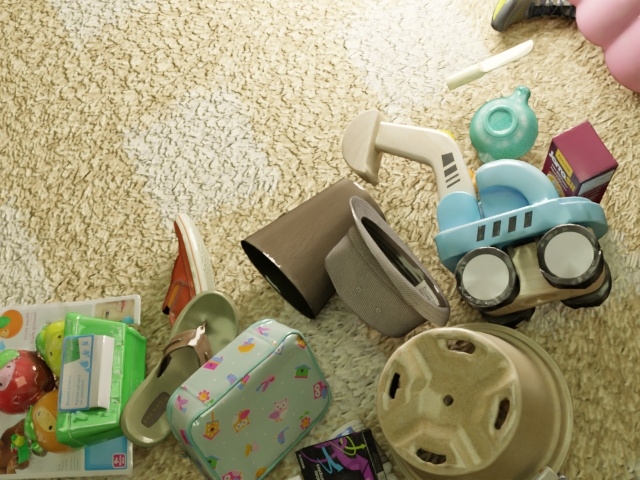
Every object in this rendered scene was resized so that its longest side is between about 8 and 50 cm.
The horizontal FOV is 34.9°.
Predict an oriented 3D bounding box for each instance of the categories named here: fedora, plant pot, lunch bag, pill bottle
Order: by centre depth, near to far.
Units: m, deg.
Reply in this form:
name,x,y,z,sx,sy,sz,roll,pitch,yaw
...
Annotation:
name,x,y,z,sx,sy,sz,roll,pitch,yaw
plant pot,0.231,0.272,1.653,0.333,0.305,0.334,-5,74,17
lunch bag,-0.121,0.291,1.748,0.279,0.224,0.108,-41,38,-22
pill bottle,0.076,0.388,1.781,0.078,0.078,0.137,-34,70,-9
fedora,0.101,0.066,1.785,0.124,0.244,0.275,-41,94,14

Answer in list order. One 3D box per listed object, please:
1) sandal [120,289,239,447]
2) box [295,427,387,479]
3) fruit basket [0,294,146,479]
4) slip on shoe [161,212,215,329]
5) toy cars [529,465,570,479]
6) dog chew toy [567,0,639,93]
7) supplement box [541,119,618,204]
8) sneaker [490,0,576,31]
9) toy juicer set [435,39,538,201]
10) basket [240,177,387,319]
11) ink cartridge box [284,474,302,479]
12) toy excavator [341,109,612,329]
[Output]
name,x,y,z,sx,sy,sz,roll,pitch,yaw
sandal,-0.232,0.222,1.757,0.120,0.086,0.303,31,67,-4
box,0.037,0.397,1.744,0.162,0.029,0.116,-26,80,39
fruit basket,-0.498,0.261,1.830,0.352,0.165,0.327,-2,69,7
slip on shoe,-0.250,0.106,1.899,0.101,0.123,0.331,-10,73,4
toy cars,0.487,0.456,1.685,0.393,0.087,0.177,5,95,-13
dog chew toy,0.595,-0.443,1.971,0.206,0.206,0.332,-44,90,-12
supplement box,0.476,-0.127,1.892,0.080,0.188,0.104,-26,69,-5
sneaker,0.486,-0.501,2.084,0.299,0.111,0.121,-29,74,-5
toy juicer set,0.322,-0.220,2.001,0.209,0.089,0.329,-2,77,16
basket,0.000,0.000,1.904,0.227,0.154,0.204,-42,72,-16
ink cartridge box,-0.071,0.534,1.726,0.160,0.092,0.219,-19,69,-3
toy excavator,0.280,-0.068,1.852,0.432,0.222,0.445,-16,70,17
